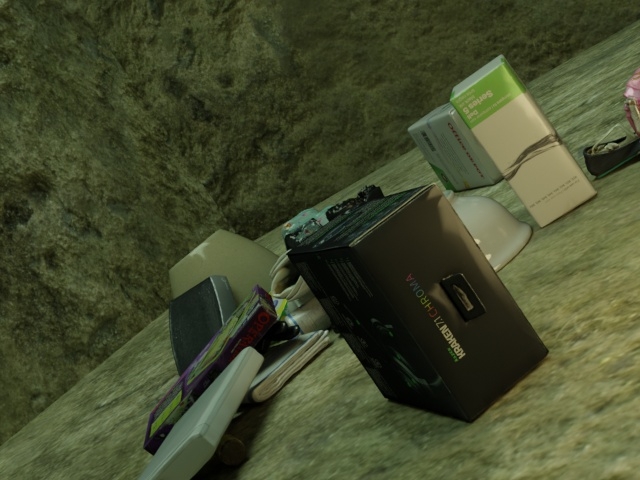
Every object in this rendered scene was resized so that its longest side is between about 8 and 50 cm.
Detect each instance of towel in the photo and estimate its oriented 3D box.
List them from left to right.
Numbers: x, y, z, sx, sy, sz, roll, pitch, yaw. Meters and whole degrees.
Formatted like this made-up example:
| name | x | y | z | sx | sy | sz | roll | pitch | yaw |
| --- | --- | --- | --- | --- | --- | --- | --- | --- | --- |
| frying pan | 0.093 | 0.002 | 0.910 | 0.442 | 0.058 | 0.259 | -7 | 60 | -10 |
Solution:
| name | x | y | z | sx | sy | sz | roll | pitch | yaw |
| --- | --- | --- | --- | --- | --- | --- | --- | --- | --- |
| towel | -0.120 | 0.259 | 1.838 | 0.209 | 0.034 | 0.285 | -39 | 8 | -35 |

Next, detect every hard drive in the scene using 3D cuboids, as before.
| name | x | y | z | sx | sy | sz | roll | pitch | yaw |
| --- | --- | --- | --- | --- | --- | --- | --- | --- | --- |
| hard drive | -0.210 | 0.321 | 1.561 | 0.233 | 0.047 | 0.353 | -48 | 3 | 16 |
| hard drive | -0.261 | 0.206 | 2.151 | 0.172 | 0.054 | 0.254 | -31 | 49 | 18 |

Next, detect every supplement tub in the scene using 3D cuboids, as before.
| name | x | y | z | sx | sy | sz | roll | pitch | yaw |
| --- | --- | --- | --- | --- | --- | --- | --- | --- | --- |
| supplement tub | -0.013 | 0.153 | 1.912 | 0.107 | 0.071 | 0.071 | -35 | 7 | -9 |

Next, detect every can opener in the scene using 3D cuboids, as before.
| name | x | y | z | sx | sy | sz | roll | pitch | yaw |
| --- | --- | --- | --- | --- | --- | --- | --- | --- | --- |
| can opener | -0.079 | 0.178 | 1.847 | 0.059 | 0.073 | 0.186 | 9 | -15 | -22 |

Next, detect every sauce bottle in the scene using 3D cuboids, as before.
| name | x | y | z | sx | sy | sz | roll | pitch | yaw |
| --- | --- | --- | --- | --- | --- | --- | --- | --- | --- |
| sauce bottle | -0.146 | 0.321 | 1.495 | 0.042 | 0.042 | 0.128 | -36 | 8 | -15 |

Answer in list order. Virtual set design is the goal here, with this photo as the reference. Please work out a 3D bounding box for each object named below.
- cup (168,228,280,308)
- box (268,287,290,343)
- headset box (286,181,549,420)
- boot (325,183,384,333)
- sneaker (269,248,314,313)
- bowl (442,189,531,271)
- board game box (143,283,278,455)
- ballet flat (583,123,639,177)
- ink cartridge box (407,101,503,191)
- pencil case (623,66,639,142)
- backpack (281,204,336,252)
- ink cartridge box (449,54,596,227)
| name | x | y | z | sx | sy | sz | roll | pitch | yaw |
| --- | --- | --- | --- | --- | --- | --- | --- | --- | --- |
| cup | -0.235 | 0.112 | 2.372 | 0.331 | 0.237 | 0.331 | -39 | 4 | 3 |
| box | -0.091 | 0.152 | 2.163 | 0.105 | 0.043 | 0.179 | -25 | 28 | 42 |
| headset box | 0.110 | 0.073 | 1.173 | 0.131 | 0.246 | 0.283 | -36 | 7 | -16 |
| boot | 0.066 | 0.031 | 1.825 | 0.246 | 0.207 | 0.094 | -38 | 8 | -25 |
| sneaker | -0.048 | 0.088 | 1.971 | 0.169 | 0.108 | 0.292 | -21 | -26 | -36 |
| bowl | 0.205 | 0.005 | 1.673 | 0.298 | 0.134 | 0.298 | -33 | 8 | 5 |
| board game box | -0.212 | 0.247 | 1.858 | 0.346 | 0.056 | 0.208 | -51 | 14 | 3 |
| ballet flat | 0.539 | -0.177 | 1.643 | 0.203 | 0.074 | 0.074 | -29 | 9 | 34 |
| ink cartridge box | 0.353 | -0.237 | 2.344 | 0.117 | 0.201 | 0.278 | -36 | 7 | -13 |
| pencil case | 0.569 | -0.201 | 1.316 | 0.167 | 0.160 | 0.386 | -43 | 9 | -6 |
| backpack | 0.000 | 0.000 | 2.485 | 0.188 | 0.165 | 0.144 | -28 | 49 | -15 |
| ink cartridge box | 0.349 | -0.176 | 1.677 | 0.115 | 0.272 | 0.198 | -35 | 6 | 16 |
